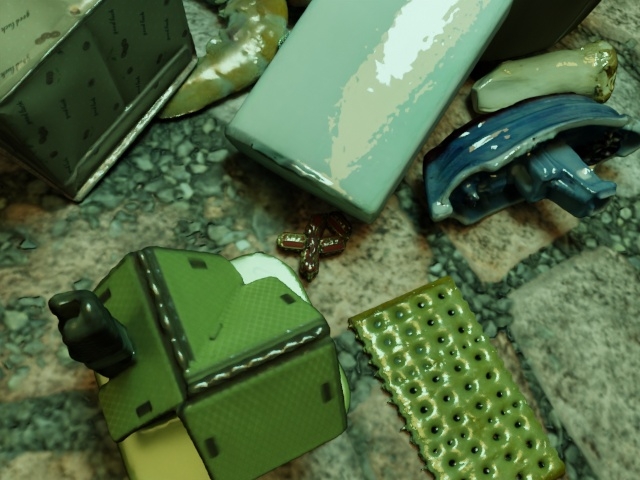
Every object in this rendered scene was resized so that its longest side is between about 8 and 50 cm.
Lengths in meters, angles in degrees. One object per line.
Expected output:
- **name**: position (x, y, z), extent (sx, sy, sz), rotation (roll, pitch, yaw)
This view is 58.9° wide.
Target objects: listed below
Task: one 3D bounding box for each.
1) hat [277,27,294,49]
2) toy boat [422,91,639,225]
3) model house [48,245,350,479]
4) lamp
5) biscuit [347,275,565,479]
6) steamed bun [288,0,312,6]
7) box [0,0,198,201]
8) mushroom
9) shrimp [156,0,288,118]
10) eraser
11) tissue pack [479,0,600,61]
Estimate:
- **hat**: position (-0.021, -0.223, 0.699), extent (0.076, 0.059, 0.077), rotation (8, 96, -48)
- **toy boat**: position (0.252, -0.082, 0.645), extent (0.309, 0.129, 0.142), rotation (-19, 56, -17)
- **model house**: position (-0.075, 0.077, 0.432), extent (0.219, 0.278, 0.204), rotation (-22, 73, -18)
- **lamp**: position (0.000, 0.000, 0.619), extent (0.083, 0.031, 0.063), rotation (-33, 75, -27)
- **biscuit**: position (0.137, 0.156, 0.579), extent (0.139, 0.016, 0.231), rotation (-20, 71, -20)
- **steamed bun**: position (0.006, -0.383, 0.730), extent (0.106, 0.144, 0.175), rotation (1, 44, 29)
- **box**: position (-0.312, -0.229, 0.559), extent (0.297, 0.190, 0.225), rotation (33, 74, 5)
- **mushroom**: position (0.293, -0.208, 0.753), extent (0.209, 0.084, 0.071), rotation (-12, 25, -10)
- **shrimp**: position (-0.134, -0.268, 0.711), extent (0.185, 0.068, 0.286), rotation (9, 74, -2)
- **eraser**: position (0.051, -0.182, 0.611), extent (0.189, 0.104, 0.290), rotation (33, 87, 15)
- **tissue pack**: position (0.230, -0.444, 0.735), extent (0.277, 0.267, 0.387), rotation (-21, 71, -20)
